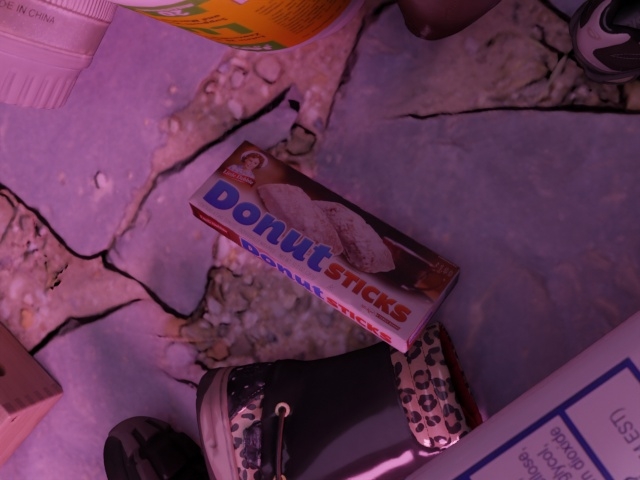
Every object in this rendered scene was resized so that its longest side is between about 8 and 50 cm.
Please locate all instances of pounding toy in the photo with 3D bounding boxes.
[{"bbox_3d":[-0.305,0.121,0.634,0.141,0.100,0.130,44,104,8],"label":"pounding toy"}]

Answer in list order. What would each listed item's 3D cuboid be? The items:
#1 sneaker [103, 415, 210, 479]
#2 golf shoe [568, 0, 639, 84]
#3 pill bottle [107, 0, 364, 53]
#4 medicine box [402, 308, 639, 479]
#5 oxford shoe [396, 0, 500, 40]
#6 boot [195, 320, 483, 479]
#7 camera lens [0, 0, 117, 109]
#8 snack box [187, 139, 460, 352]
[{"bbox_3d":[-0.096,0.256,0.587,0.106,0.101,0.267,-29,86,18],"label":"sneaker"},{"bbox_3d":[0.237,-0.153,0.465,0.198,0.094,0.077,-33,84,14],"label":"golf shoe"},{"bbox_3d":[-0.045,-0.178,0.462,0.136,0.245,0.136,1,95,16],"label":"pill bottle"},{"bbox_3d":[0.208,0.097,0.391,0.289,0.263,0.149,-39,68,15],"label":"medicine box"},{"bbox_3d":[0.079,-0.295,0.484,0.129,0.133,0.364,11,77,-1],"label":"oxford shoe"},{"bbox_3d":[0.030,0.179,0.553,0.178,0.085,0.237,-18,88,14],"label":"boot"},{"bbox_3d":[-0.212,-0.246,0.517,0.219,0.219,0.274,25,100,12],"label":"camera lens"},{"bbox_3d":[0.000,0.000,0.552,0.178,0.022,0.064,32,67,19],"label":"snack box"}]
